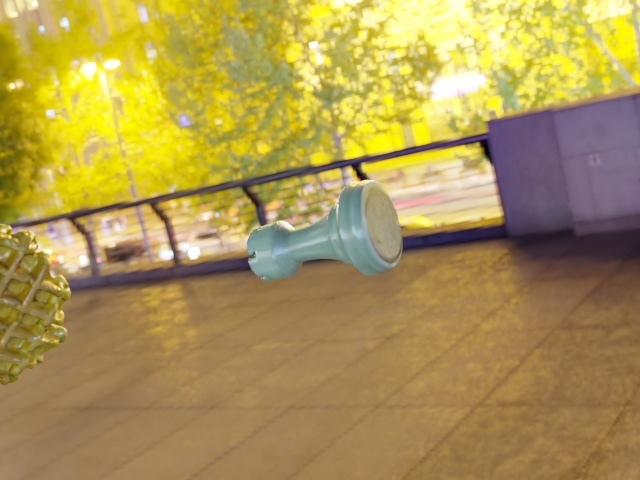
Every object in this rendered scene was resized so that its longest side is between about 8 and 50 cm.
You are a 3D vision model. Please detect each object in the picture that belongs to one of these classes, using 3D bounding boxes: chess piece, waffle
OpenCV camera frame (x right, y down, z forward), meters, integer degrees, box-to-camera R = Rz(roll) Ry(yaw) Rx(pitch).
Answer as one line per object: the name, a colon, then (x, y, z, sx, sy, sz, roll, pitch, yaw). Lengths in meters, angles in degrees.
chess piece: (0.000, 0.000, 0.662, 0.103, 0.067, 0.067, -15, 7, 28)
waffle: (-0.534, 0.099, 1.396, 0.329, 0.329, 0.062, -15, 22, -13)
